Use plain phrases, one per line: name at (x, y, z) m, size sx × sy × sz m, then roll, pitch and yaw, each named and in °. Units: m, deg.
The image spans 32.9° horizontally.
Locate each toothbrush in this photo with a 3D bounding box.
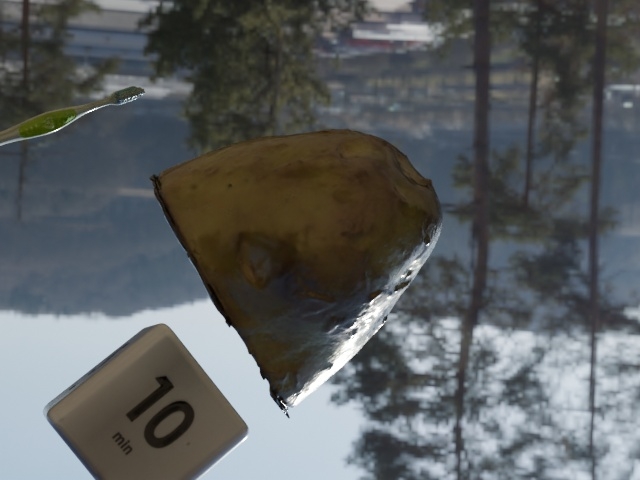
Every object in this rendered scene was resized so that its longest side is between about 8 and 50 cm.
toothbrush at (-0.297, -0.121, 1.136) m, size 0.263 × 0.022 × 0.026 m, roll -26°, pitch -161°, yaw -35°

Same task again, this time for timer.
timer at (-0.239, 0.244, 1.465) m, size 0.195 × 0.192 × 0.194 m, roll -39°, pitch -175°, yaw -16°

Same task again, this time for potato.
potato at (0.000, 0.000, 1.099) m, size 0.237 × 0.300 × 0.288 m, roll -30°, pitch -157°, yaw -3°
